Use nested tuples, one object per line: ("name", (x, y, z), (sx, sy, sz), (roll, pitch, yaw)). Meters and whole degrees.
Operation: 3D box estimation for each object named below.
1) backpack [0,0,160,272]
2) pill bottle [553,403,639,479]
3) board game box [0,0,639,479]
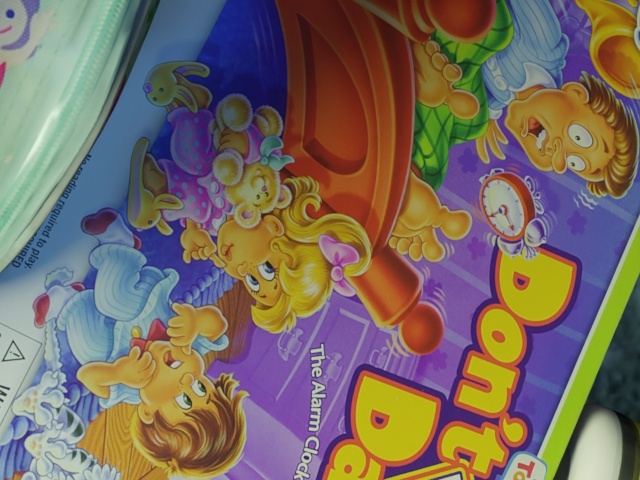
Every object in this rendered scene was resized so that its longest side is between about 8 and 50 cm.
("backpack", (-0.147, -0.075, 0.356), (0.191, 0.225, 0.254), (32, 60, -17))
("pill bottle", (0.166, 0.150, 0.552), (0.184, 0.103, 0.103), (27, 78, -6))
("board game box", (0.000, 0.000, 0.515), (0.233, 0.078, 0.347), (30, 78, -21))
